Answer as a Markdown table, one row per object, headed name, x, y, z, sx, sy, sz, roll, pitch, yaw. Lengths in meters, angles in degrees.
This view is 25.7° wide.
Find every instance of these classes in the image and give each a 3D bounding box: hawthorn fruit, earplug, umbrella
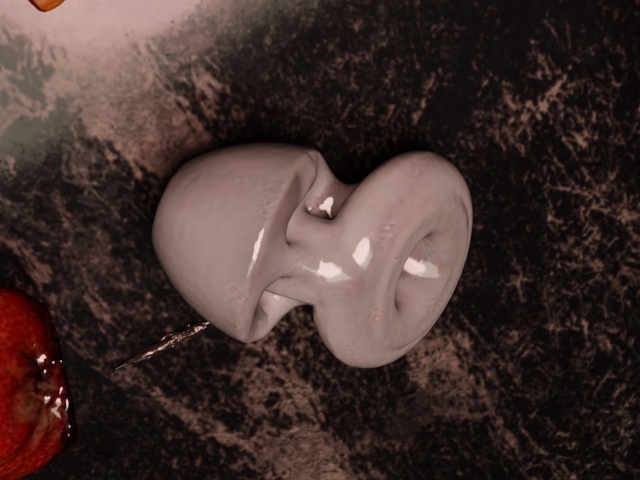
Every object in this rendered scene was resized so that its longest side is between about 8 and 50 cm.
| name | x | y | z | sx | sy | sz | roll | pitch | yaw |
| --- | --- | --- | --- | --- | --- | --- | --- | --- | --- |
| hawthorn fruit | -0.339 | 0.132 | 1.246 | 0.251 | 0.189 | 0.189 | -7 | 116 | 8 |
| earplug | 0.005 | 0.004 | 1.293 | 0.325 | 0.175 | 0.214 | 8 | 106 | -29 |
| umbrella | -0.145 | 0.097 | 1.365 | 0.122 | 0.013 | 0.022 | -23 | 138 | -7 |

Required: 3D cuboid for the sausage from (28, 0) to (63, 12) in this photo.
| name | x | y | z | sx | sy | sz | roll | pitch | yaw |
| --- | --- | --- | --- | --- | --- | --- | --- | --- | --- |
| sausage | -0.257 | -0.246 | 1.167 | 0.039 | 0.041 | 0.131 | -47 | 119 | -17 |
